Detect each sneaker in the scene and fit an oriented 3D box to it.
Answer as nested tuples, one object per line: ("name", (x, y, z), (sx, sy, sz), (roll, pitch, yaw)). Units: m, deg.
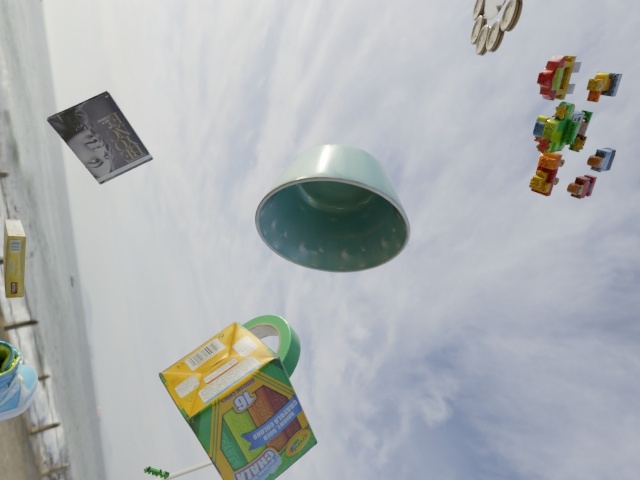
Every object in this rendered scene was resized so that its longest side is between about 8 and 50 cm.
("sneaker", (-0.737, 0.314, 1.058), (0.208, 0.127, 0.319), (-58, -176, 2))

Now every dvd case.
("dvd case", (-0.573, -0.265, 1.196), (0.018, 0.164, 0.221), (57, -8, 41))

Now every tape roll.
("tape roll", (-0.227, 0.420, 1.639), (0.321, 0.321, 0.077), (34, -17, 54))

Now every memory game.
("memory game", (0.224, -0.319, 0.542), (0.186, 0.012, 0.187), (-170, -90, -87))

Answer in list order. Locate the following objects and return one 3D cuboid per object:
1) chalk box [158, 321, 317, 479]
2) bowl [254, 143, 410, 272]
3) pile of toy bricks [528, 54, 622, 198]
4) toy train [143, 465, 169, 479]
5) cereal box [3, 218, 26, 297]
("chalk box", (-0.140, 0.339, 0.852), (0.179, 0.180, 0.289), (20, -43, 53))
("bowl", (0.031, -0.081, 0.944), (0.312, 0.311, 0.163), (127, -24, -52))
("pile of toy bricks", (0.358, -0.156, 0.670), (0.118, 0.105, 0.213), (36, -49, 48))
("toy train", (-0.496, 0.703, 1.371), (0.024, 0.083, 0.017), (-45, -151, 14))
("cereal box", (-0.876, 0.045, 1.291), (0.240, 0.047, 0.173), (22, -73, 52))
